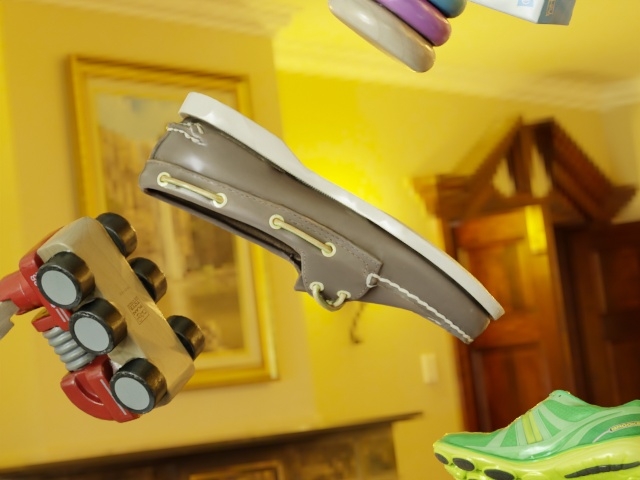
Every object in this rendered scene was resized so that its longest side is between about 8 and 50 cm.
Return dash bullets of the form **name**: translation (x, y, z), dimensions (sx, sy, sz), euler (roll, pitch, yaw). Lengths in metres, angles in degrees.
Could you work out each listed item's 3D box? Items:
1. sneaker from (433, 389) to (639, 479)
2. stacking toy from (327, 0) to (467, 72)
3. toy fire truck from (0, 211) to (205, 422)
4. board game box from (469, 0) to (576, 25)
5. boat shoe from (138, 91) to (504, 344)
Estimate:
- **sneaker**: translation (0.279, 0.253, 1.814), dimensions (0.295, 0.123, 0.109), euler (-8, -49, 33)
- **stacking toy**: translation (0.152, -0.353, 1.631), dimensions (0.141, 0.330, 0.141), euler (35, 4, -3)
- **toy fire truck**: translation (-0.292, 0.114, 1.643), dimensions (0.246, 0.217, 0.158), euler (-20, 20, 37)
- **board game box**: translation (0.139, -0.399, 1.441), dimensions (0.308, 0.302, 0.086), euler (23, 17, 25)
- **boat shoe**: translation (0.000, 0.000, 1.250), dimensions (0.324, 0.096, 0.116), euler (33, -8, 1)
